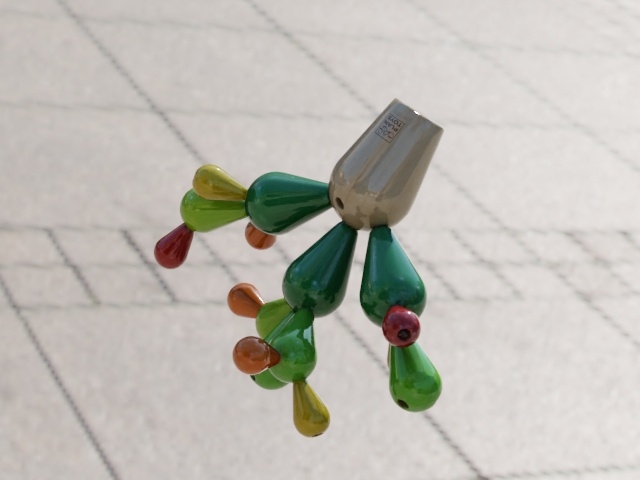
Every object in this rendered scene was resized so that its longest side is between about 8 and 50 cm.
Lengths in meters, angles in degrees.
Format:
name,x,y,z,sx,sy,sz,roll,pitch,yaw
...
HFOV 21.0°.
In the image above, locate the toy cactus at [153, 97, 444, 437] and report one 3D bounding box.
name,x,y,z,sx,sy,sz,roll,pitch,yaw
toy cactus,0.000,0.000,0.970,0.112,0.180,0.219,25,10,-43
